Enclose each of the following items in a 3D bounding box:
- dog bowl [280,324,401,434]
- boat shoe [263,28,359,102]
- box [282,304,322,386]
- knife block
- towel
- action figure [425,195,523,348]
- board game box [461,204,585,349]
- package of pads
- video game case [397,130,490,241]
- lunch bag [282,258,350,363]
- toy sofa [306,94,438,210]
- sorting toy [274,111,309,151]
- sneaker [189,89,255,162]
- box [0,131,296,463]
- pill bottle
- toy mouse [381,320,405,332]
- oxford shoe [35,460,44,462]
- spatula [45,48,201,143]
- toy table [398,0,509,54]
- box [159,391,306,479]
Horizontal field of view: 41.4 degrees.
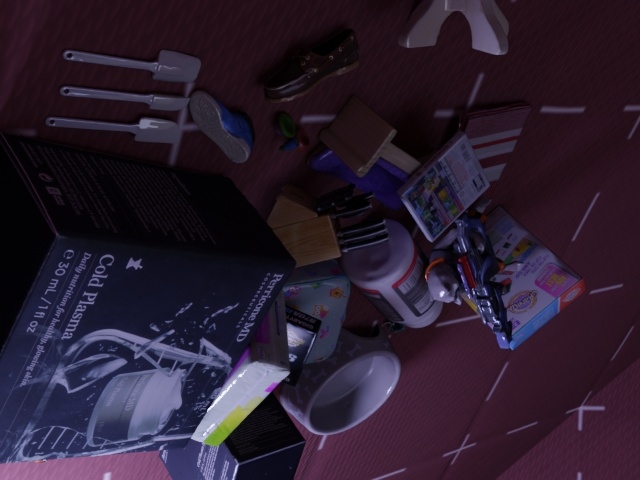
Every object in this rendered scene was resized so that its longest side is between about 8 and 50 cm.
[{"bbox_3d":[0.066,0.381,2.276,0.348,0.102,0.349,-23,138,-22],"label":"dog bowl"},{"bbox_3d":[-0.019,-0.323,1.548,0.207,0.073,0.073,-33,140,-21],"label":"boat shoe"},{"bbox_3d":[-0.125,0.205,1.843,0.051,0.220,0.175,-63,176,-54],"label":"box"},{"bbox_3d":[0.000,0.000,1.748,0.276,0.242,0.088,-61,-177,23],"label":"knife block"},{"bbox_3d":[0.368,-0.177,2.034,0.237,0.037,0.329,-15,137,-37],"label":"towel"},{"bbox_3d":[0.355,0.082,1.996,0.330,0.178,0.342,-28,105,-49],"label":"action figure"},{"bbox_3d":[0.472,0.088,2.157,0.242,0.316,0.064,-38,142,-2],"label":"board game box"},{"bbox_3d":[-0.177,0.239,1.711,0.101,0.229,0.296,22,128,-27],"label":"package of pads"},{"bbox_3d":[0.263,-0.110,1.787,0.183,0.023,0.201,-44,142,-3],"label":"video game case"},{"bbox_3d":[-0.061,0.162,1.942,0.223,0.108,0.279,-5,128,-22],"label":"lunch bag"},{"bbox_3d":[0.154,-0.143,1.801,0.177,0.150,0.362,-52,141,12],"label":"toy sofa"},{"bbox_3d":[-0.063,-0.201,1.649,0.042,0.061,0.102,-19,144,29],"label":"sorting toy"},{"bbox_3d":[-0.174,-0.219,1.535,0.058,0.085,0.152,-30,114,28],"label":"sneaker"},{"bbox_3d":[-0.386,0.116,1.489,0.471,0.297,0.480,7,122,-46],"label":"box"},{"bbox_3d":[0.187,0.093,2.036,0.176,0.176,0.318,-41,142,1],"label":"pill bottle"},{"bbox_3d":[0.214,0.197,2.277,0.143,0.031,0.161,-22,138,-23],"label":"toy mouse"},{"bbox_3d":[-0.479,0.346,1.732,0.129,0.133,0.363,-25,173,7],"label":"oxford shoe"},{"bbox_3d":[-0.325,-0.244,1.409,0.241,0.019,0.168,2,126,-36],"label":"spatula"},{"bbox_3d":[0.257,-0.441,1.544,0.274,0.252,0.161,-8,116,-21],"label":"toy table"},{"bbox_3d":[-0.216,0.482,1.966,0.178,0.312,0.343,-11,134,-34],"label":"box"}]
